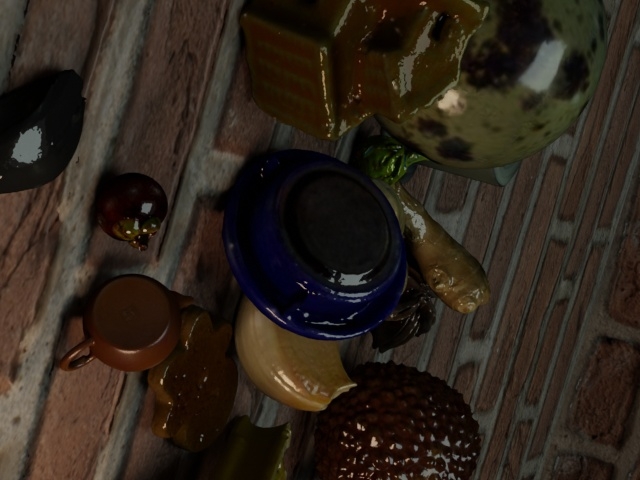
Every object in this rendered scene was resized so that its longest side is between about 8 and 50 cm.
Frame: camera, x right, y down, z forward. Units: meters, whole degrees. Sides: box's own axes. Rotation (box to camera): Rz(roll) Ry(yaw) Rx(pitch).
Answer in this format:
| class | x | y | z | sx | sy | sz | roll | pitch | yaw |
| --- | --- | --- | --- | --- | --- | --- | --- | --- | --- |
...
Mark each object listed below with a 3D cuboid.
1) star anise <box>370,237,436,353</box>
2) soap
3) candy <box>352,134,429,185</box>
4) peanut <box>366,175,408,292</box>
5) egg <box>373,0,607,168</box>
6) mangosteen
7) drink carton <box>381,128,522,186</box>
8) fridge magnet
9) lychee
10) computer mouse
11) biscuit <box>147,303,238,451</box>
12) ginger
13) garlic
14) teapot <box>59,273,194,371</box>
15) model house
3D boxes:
| class | x | y | z | sx | sy | sz | roll | pitch | yaw |
| --- | --- | --- | --- | --- | --- | --- | --- | --- | --- |
| star anise | 0.145 | 0.083 | 2.237 | 0.236 | 0.093 | 0.229 | -54 | 144 | -42 |
| soap | -0.114 | 0.386 | 1.785 | 0.315 | 0.091 | 0.199 | -62 | 161 | -69 |
| candy | 0.178 | -0.134 | 1.986 | 0.073 | 0.262 | 0.077 | -89 | 168 | -69 |
| peanut | 0.067 | 0.011 | 1.988 | 0.130 | 0.130 | 0.290 | -54 | 152 | -34 |
| egg | 0.225 | -0.283 | 1.855 | 0.428 | 0.345 | 0.345 | -55 | 152 | -55 |
| mangosteen | -0.203 | -0.034 | 1.451 | 0.081 | 0.081 | 0.081 | -43 | 143 | -46 |
| drink carton | 0.218 | -0.176 | 2.098 | 0.185 | 0.189 | 0.191 | -58 | 151 | -18 |
| fridge magnet | 0.000 | 0.000 | 1.717 | 0.265 | 0.265 | 0.112 | -52 | -171 | -37 |
| lychee | 0.122 | 0.331 | 2.137 | 0.304 | 0.275 | 0.276 | 48 | 58 | -27 |
| computer mouse | -0.270 | -0.104 | 1.294 | 0.172 | 0.057 | 0.099 | -51 | 146 | -44 |
| biscuit | -0.163 | 0.185 | 1.725 | 0.180 | 0.039 | 0.236 | -60 | 153 | -29 |
| ginger | 0.170 | 0.005 | 2.123 | 0.294 | 0.086 | 0.131 | 49 | 30 | -22 |
| garlic | -0.034 | 0.108 | 1.790 | 0.145 | 0.164 | 0.245 | 88 | 1 | -76 |
| teapot | -0.216 | 0.100 | 1.500 | 0.173 | 0.116 | 0.116 | -31 | 139 | -17 |
| model house | 0.035 | -0.236 | 1.613 | 0.173 | 0.268 | 0.239 | 10 | 104 | -65 |
